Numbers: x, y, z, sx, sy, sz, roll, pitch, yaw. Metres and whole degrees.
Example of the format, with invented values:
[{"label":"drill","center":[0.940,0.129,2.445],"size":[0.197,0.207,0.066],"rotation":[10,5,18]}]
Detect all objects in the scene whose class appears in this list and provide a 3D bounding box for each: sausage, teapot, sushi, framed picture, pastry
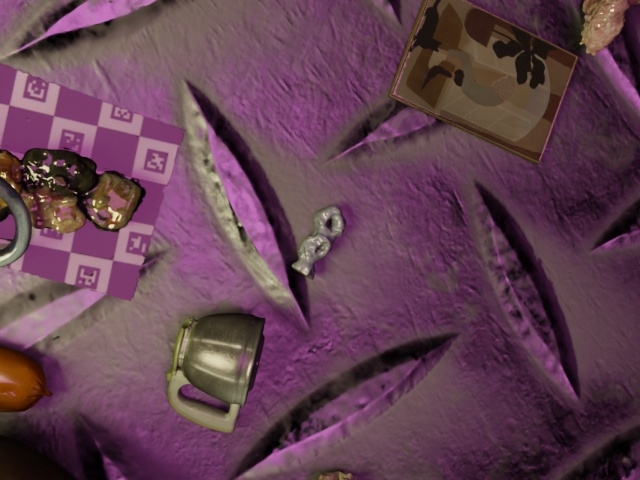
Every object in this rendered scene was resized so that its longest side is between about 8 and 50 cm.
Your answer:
[{"label":"sausage","center":[-0.345,0.120,0.849],"size":[0.183,0.054,0.062],"rotation":[21,59,-14]},{"label":"teapot","center":[-0.110,0.129,0.902],"size":[0.091,0.092,0.124],"rotation":[14,82,0]},{"label":"sushi","center":[-0.257,-0.057,0.866],"size":[0.215,0.050,0.192],"rotation":[17,88,-17]},{"label":"framed picture","center":[0.188,-0.187,1.011],"size":[0.201,0.010,0.136],"rotation":[22,86,-16]},{"label":"pastry","center":[0.401,-0.318,1.022],"size":[0.265,0.103,0.112],"rotation":[-27,93,-15]}]

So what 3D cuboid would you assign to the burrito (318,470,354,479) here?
[{"label":"burrito","center":[0.002,0.343,0.966],"size":[0.058,0.045,0.188],"rotation":[8,92,-10]}]

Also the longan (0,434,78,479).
[{"label":"longan","center":[-0.312,0.316,0.746],"size":[0.319,0.319,0.319],"rotation":[-1,93,-16]}]

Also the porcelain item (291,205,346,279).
[{"label":"porcelain item","center":[0.000,0.000,0.956],"size":[0.036,0.028,0.083],"rotation":[29,83,-13]}]

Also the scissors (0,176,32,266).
[{"label":"scissors","center":[-0.393,-0.140,0.754],"size":[0.256,0.029,0.383],"rotation":[-2,115,-8]}]
